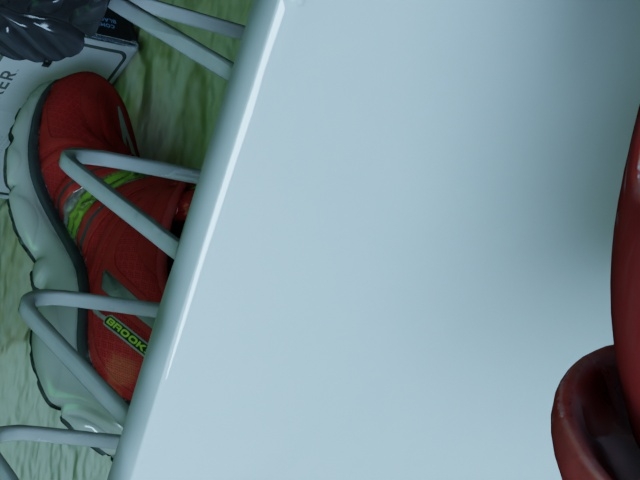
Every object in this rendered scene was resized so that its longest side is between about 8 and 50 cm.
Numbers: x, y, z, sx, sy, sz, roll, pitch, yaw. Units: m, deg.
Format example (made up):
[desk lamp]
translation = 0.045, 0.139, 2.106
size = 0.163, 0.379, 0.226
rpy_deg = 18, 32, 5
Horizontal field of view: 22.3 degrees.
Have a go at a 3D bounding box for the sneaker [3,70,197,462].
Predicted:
[sneaker]
translation = -0.088, -0.001, 0.861
size = 0.118, 0.107, 0.279
rpy_deg = -32, 44, 11

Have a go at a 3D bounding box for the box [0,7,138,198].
[box]
translation = -0.221, -0.190, 1.076
size = 0.169, 0.087, 0.290
rpy_deg = -47, 47, 37

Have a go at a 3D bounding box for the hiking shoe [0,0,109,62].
[hiking shoe]
translation = -0.081, -0.176, 0.578
size = 0.227, 0.086, 0.114
rpy_deg = -49, 39, 33

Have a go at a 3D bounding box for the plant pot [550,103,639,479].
[plant pot]
translation = 0.165, 0.019, 0.419
size = 0.191, 0.191, 0.174
rpy_deg = 42, 123, 50

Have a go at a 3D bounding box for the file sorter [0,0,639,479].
[file sorter]
translation = 0.000, 0.000, 0.644
size = 0.173, 0.193, 0.277
rpy_deg = 36, 111, 55
